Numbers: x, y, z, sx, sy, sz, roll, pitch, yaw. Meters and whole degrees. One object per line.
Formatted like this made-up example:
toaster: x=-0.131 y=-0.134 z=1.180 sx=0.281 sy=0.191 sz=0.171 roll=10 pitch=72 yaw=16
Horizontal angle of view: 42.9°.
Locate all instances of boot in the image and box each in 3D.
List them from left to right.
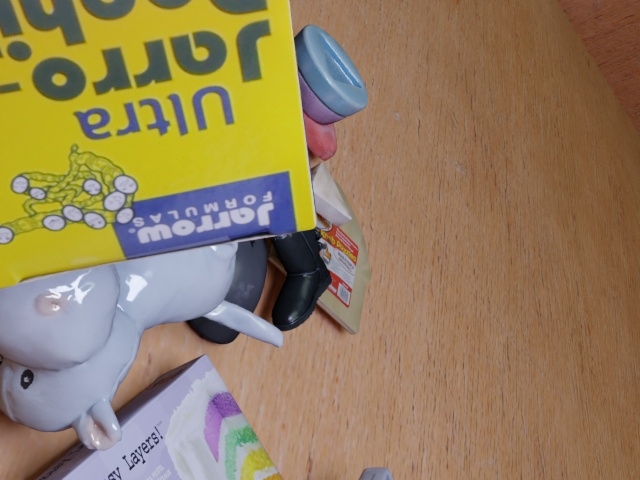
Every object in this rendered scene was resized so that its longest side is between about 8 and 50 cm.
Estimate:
boot: x=-0.032 y=0.030 z=0.916 sx=0.121 sy=0.045 sz=0.099 roll=-51 pitch=129 yaw=-46

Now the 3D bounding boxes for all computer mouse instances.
computer mouse: x=-0.116 y=-0.033 z=0.875 sx=0.184 sy=0.060 sz=0.262 roll=41 pitch=41 yaw=-37

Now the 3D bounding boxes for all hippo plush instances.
hippo plush: x=-0.194 y=0.022 z=0.650 sx=0.236 sy=0.234 sz=0.294 roll=-48 pitch=152 yaw=-35

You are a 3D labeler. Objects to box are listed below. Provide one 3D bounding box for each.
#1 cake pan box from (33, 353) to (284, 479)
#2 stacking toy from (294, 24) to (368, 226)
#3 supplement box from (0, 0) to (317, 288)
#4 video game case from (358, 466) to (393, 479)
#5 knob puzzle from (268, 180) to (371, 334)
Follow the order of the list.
cake pan box: x=-0.111 y=0.254 z=0.662 sx=0.246 sy=0.070 sz=0.267 roll=58 pitch=25 yaw=-2
stacking toy: x=-0.027 y=-0.185 z=0.979 sx=0.309 sy=0.130 sz=0.280 roll=24 pitch=41 yaw=-50
supplement box: x=-0.133 y=-0.174 z=0.493 sx=0.195 sy=0.194 sz=0.357 roll=83 pitch=-6 yaw=-46
video game case: x=0.050 y=0.437 z=0.762 sx=0.300 sy=0.036 sz=0.329 roll=-45 pitch=123 yaw=-64
knob puzzle: x=0.000 y=0.000 z=1.052 sx=0.213 sy=0.030 sz=0.213 roll=31 pitch=48 yaw=-42
